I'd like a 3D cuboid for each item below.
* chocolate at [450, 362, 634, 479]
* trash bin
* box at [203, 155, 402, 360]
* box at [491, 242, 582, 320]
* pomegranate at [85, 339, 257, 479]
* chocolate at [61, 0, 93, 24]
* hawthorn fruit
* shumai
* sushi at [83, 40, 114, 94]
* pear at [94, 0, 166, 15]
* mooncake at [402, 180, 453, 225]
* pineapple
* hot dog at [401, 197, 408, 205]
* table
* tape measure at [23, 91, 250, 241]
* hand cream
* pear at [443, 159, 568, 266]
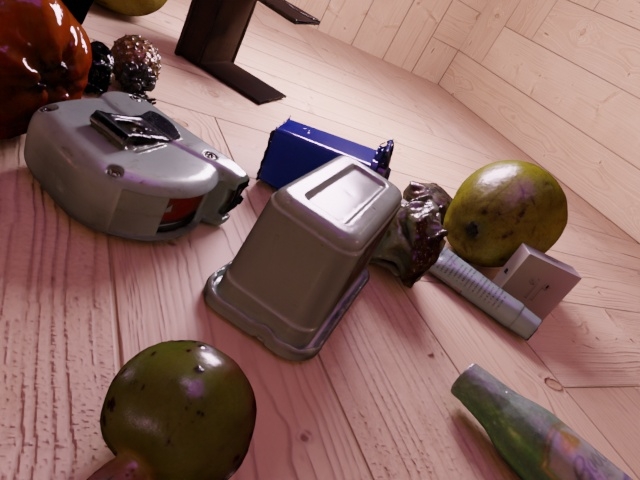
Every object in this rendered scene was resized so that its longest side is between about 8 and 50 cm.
[{"bbox_3d":[0.292,0.275,0.631,0.291,0.110,0.110,43,30,27],"label":"chocolate"},{"bbox_3d":[0.014,-0.143,0.980,0.235,0.184,0.162,25,26,2],"label":"trash bin"},{"bbox_3d":[0.000,0.000,0.715,0.175,0.182,0.312,34,29,8],"label":"box"},{"bbox_3d":[0.437,0.088,1.038,0.130,0.129,0.051,23,29,-13],"label":"box"},{"bbox_3d":[-0.119,0.162,0.407,0.130,0.129,0.159,22,48,-16],"label":"pomegranate"},{"bbox_3d":[-0.620,-0.498,0.796,0.331,0.383,0.384,33,27,22],"label":"chocolate"},{"bbox_3d":[-0.458,-0.261,0.690,0.261,0.224,0.224,26,26,17],"label":"hawthorn fruit"},{"bbox_3d":[0.164,0.008,0.919,0.184,0.184,0.141,-13,73,-52],"label":"shumai"},{"bbox_3d":[-0.422,-0.323,0.951,0.056,0.083,0.084,12,31,-32],"label":"sushi"},{"bbox_3d":[-0.546,-0.770,1.351,0.304,0.303,0.304,23,29,-13],"label":"pear"},{"bbox_3d":[0.279,-0.095,1.256,0.130,0.073,0.125,-6,46,-46],"label":"mooncake"},{"bbox_3d":[-0.372,-0.331,1.008,0.108,0.108,0.197,11,43,-32],"label":"pineapple"},{"bbox_3d":[0.166,-0.066,1.123,0.192,0.053,0.099,40,28,25],"label":"hot dog"},{"bbox_3d":[-0.198,-0.558,1.380,0.282,0.250,0.196,34,27,5],"label":"table"},{"bbox_3d":[-0.255,-0.109,0.711,0.243,0.125,0.246,35,28,8],"label":"tape measure"},{"bbox_3d":[0.280,0.070,0.990,0.331,0.058,0.085,39,63,14],"label":"hand cream"},{"bbox_3d":[0.418,-0.058,1.149,0.307,0.252,0.253,-18,52,-38],"label":"pear"}]
